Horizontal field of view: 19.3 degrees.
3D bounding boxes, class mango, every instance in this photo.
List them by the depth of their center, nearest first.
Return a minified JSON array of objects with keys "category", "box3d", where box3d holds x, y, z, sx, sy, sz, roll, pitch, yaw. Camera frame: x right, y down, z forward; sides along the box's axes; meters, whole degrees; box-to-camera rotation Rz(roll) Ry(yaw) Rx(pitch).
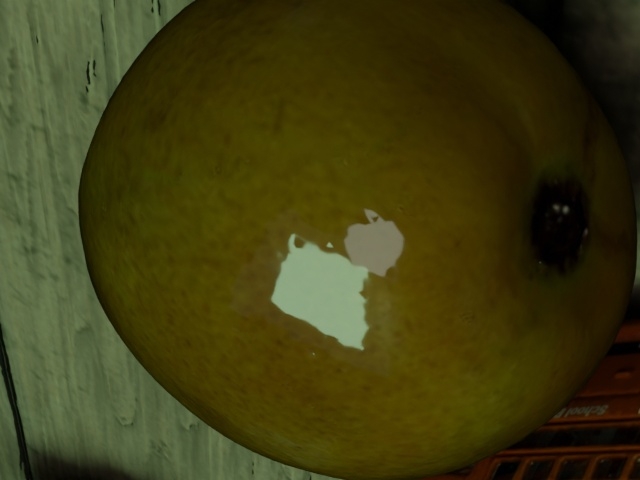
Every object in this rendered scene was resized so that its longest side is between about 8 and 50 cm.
[{"category":"mango","box3d":[0.000,0.000,0.922,0.264,0.221,0.378,40,160,-16]}]

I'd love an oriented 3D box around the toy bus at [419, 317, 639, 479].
[{"category":"toy bus","box3d":[0.156,0.123,0.990,0.329,0.153,0.143,-8,130,50]}]
